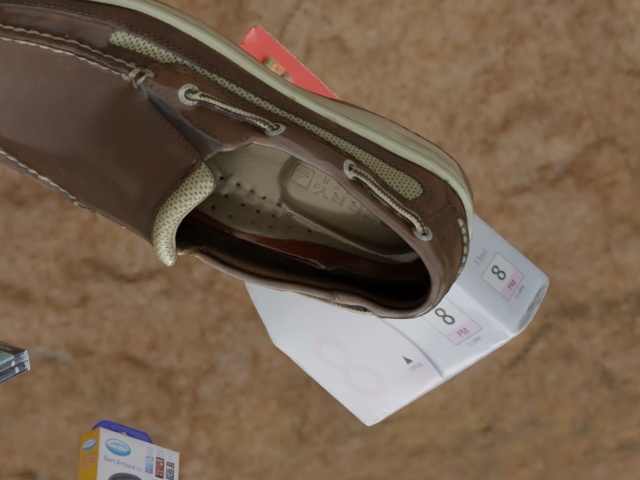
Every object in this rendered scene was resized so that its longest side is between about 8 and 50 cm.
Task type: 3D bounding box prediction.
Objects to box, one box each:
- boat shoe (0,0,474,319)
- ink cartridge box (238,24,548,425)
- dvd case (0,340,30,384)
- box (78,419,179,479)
[{"bbox_3d":[-0.056,-0.036,0.740,0.257,0.095,0.095,17,120,-3],"label":"boat shoe"},{"bbox_3d":[0.000,0.000,1.091,0.232,0.066,0.189,38,146,-8],"label":"ink cartridge box"},{"bbox_3d":[-0.208,0.069,0.816,0.119,0.087,0.013,-26,119,-41],"label":"dvd case"},{"bbox_3d":[-0.148,0.204,1.347,0.081,0.136,0.028,24,147,-39],"label":"box"}]
